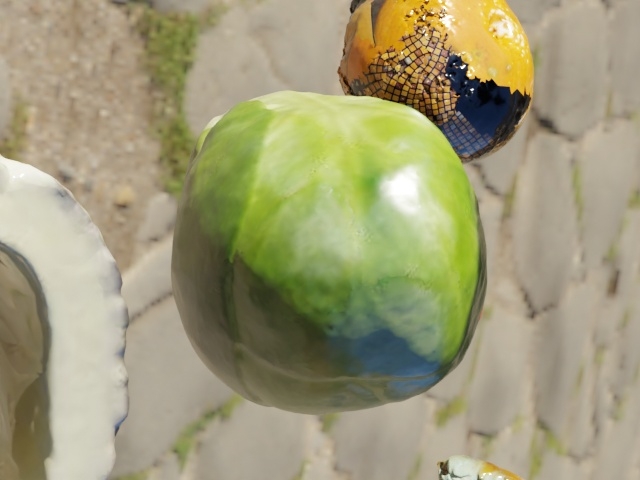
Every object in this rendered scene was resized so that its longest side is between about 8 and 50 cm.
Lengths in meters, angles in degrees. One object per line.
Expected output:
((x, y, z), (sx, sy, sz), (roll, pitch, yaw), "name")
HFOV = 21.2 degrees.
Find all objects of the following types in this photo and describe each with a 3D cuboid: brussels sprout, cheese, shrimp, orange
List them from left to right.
((-0.276, 0.088, 1.028), (0.292, 0.153, 0.332), (-19, 117, -30), "cheese")
((-0.004, 0.004, 1.581), (0.281, 0.354, 0.289), (-20, 133, -9), "brussels sprout")
((0.131, -0.193, 1.869), (0.234, 0.182, 0.234), (31, 40, -31), "orange")
((0.186, 0.301, 1.975), (0.166, 0.161, 0.049), (-16, 121, -62), "shrimp")

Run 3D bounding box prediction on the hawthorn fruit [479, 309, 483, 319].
((0.141, 0.070, 2.108), (0.140, 0.125, 0.125), (-61, 153, -66), "hawthorn fruit")
